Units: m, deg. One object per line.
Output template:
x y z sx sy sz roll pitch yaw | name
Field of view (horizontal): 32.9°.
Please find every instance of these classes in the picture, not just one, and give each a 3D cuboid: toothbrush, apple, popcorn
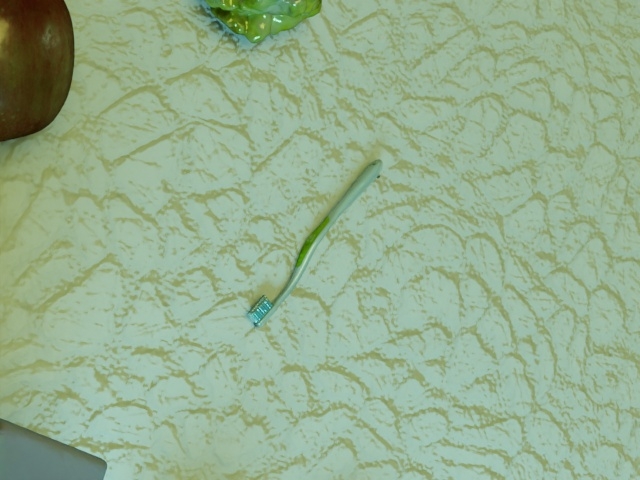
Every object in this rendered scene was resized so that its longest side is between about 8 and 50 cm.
0.000 0.000 1.278 0.026 0.022 0.263 50 65 -23 | toothbrush
-0.333 -0.190 1.077 0.181 0.181 0.168 -11 110 -26 | apple
-0.068 -0.300 1.245 0.145 0.126 0.126 -11 70 1 | popcorn

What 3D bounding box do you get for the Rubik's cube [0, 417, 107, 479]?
-0.376 0.267 0.865 0.368 0.387 0.358 29 60 -30 | Rubik's cube
